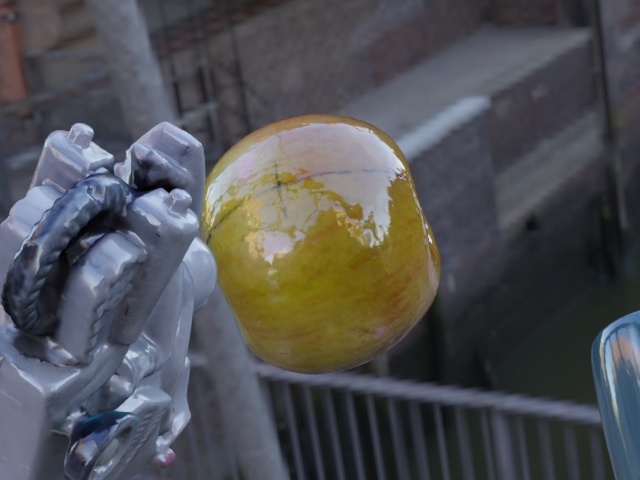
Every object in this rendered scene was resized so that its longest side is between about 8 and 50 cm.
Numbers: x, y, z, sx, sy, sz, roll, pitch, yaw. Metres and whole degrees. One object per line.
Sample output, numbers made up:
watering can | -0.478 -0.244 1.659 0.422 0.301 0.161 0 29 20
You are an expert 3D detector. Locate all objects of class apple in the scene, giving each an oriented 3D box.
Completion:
apple | 0.000 0.000 1.902 0.233 0.286 0.286 -21 20 0

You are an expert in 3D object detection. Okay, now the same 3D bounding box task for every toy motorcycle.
toy motorcycle | -0.105 0.047 0.817 0.110 0.260 0.171 32 44 12

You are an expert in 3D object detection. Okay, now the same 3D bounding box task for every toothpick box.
toothpick box | 0.289 0.148 1.470 0.120 0.120 0.184 -10 56 -3
